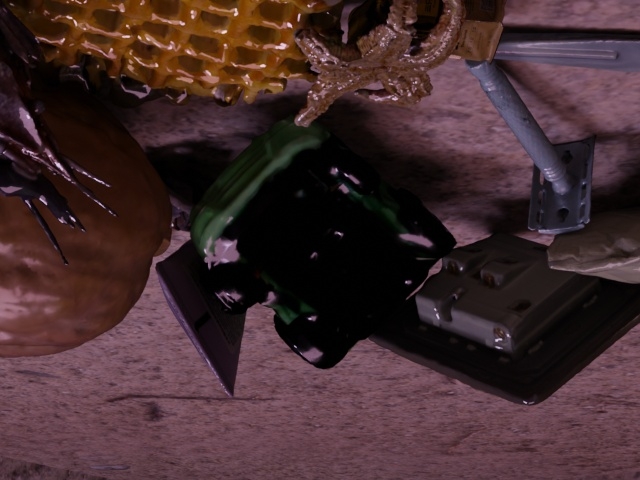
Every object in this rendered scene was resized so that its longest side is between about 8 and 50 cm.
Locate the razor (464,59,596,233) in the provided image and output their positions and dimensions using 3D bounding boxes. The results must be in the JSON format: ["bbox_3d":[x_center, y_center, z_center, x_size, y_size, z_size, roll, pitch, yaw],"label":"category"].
[{"bbox_3d":[0.199,-0.107,1.214,0.068,0.106,0.232,-8,147,30],"label":"razor"}]

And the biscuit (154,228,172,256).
[{"bbox_3d":[-0.342,-0.028,1.574,0.320,0.047,0.183,24,149,-39],"label":"biscuit"}]

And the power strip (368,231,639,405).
[{"bbox_3d":[0.218,0.063,1.428,0.251,0.092,0.257,-27,-149,-36],"label":"power strip"}]

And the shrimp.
[{"bbox_3d":[-0.288,-0.132,1.009,0.343,0.116,0.145,52,162,-13],"label":"shrimp"}]

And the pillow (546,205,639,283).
[{"bbox_3d":[0.399,0.001,1.330,0.274,0.076,0.281,-3,-173,21],"label":"pillow"}]

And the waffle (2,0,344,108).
[{"bbox_3d":[-0.136,-0.194,1.055,0.329,0.062,0.329,4,161,1],"label":"waffle"}]

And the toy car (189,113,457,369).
[{"bbox_3d":[0.000,0.000,1.379,0.213,0.176,0.359,-46,137,6],"label":"toy car"}]

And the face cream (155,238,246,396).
[{"bbox_3d":[-0.127,0.065,1.366,0.096,0.154,0.274,-25,-169,3],"label":"face cream"}]

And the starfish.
[{"bbox_3d":[0.042,-0.139,1.033,0.150,0.053,0.210,19,149,-32],"label":"starfish"}]

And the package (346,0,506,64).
[{"bbox_3d":[0.089,-0.186,1.056,0.131,0.047,0.071,5,162,3],"label":"package"}]

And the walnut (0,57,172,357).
[{"bbox_3d":[-0.328,-0.038,1.201,0.344,0.306,0.306,10,159,-28],"label":"walnut"}]

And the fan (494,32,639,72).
[{"bbox_3d":[0.191,-0.167,1.115,0.282,0.023,0.057,1,161,-2],"label":"fan"}]

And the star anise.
[{"bbox_3d":[-0.180,-0.043,1.444,0.230,0.081,0.262,12,169,-19],"label":"star anise"}]
